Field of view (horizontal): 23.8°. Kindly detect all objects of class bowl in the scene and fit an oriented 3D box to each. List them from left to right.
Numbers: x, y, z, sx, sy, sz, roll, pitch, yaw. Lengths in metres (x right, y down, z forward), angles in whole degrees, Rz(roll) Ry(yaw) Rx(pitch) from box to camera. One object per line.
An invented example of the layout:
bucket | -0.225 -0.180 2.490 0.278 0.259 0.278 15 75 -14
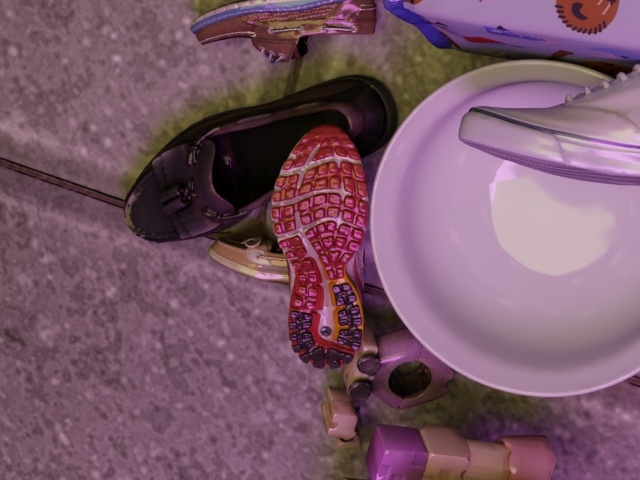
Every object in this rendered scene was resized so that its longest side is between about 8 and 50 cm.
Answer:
bowl | 0.203 -0.019 1.355 0.298 0.134 0.298 4 102 18

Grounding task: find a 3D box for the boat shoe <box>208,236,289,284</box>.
boat shoe | -0.034 0.017 1.492 0.153 0.056 0.048 16 100 13

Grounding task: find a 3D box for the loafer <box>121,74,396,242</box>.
loafer | -0.075 -0.077 1.461 0.302 0.095 0.109 -23 93 22

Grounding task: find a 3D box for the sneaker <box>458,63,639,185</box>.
sneaker | 0.242 -0.093 1.216 0.258 0.094 0.091 9 87 13

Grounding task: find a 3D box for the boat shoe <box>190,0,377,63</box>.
boat shoe | -0.035 -0.202 1.436 0.183 0.066 0.066 -10 100 21

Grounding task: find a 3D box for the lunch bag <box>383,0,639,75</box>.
lunch bag | 0.251 -0.336 1.223 0.328 0.239 0.385 12 89 17

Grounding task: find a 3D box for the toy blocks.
toy blocks | 0.141 0.282 1.428 0.260 0.309 0.288 8 121 -16

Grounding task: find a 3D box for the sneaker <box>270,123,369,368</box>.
sneaker | 0.000 0.000 1.401 0.088 0.093 0.225 3 112 2
